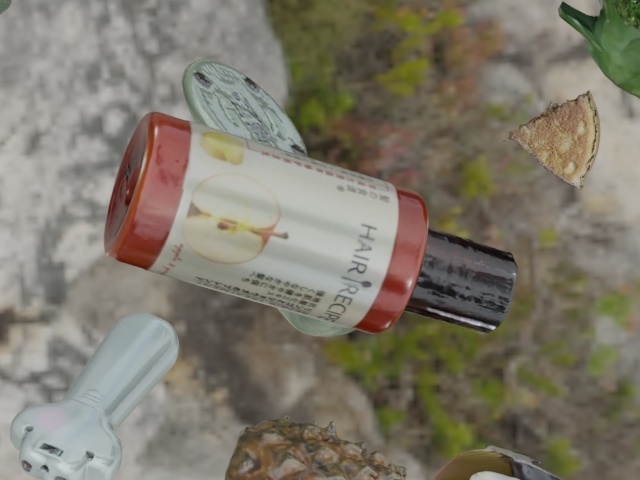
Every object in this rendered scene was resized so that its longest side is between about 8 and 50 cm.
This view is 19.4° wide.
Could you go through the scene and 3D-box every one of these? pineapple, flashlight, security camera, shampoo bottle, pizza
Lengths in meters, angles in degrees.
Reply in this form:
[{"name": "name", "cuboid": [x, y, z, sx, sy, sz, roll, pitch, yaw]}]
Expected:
[{"name": "pineapple", "cuboid": [0.074, 0.232, 1.412, 0.170, 0.310, 0.141, -66, 173, -76]}, {"name": "flashlight", "cuboid": [-0.178, 0.130, 1.528, 0.200, 0.093, 0.047, -55, 162, -49]}, {"name": "security camera", "cuboid": [-0.048, -0.041, 1.788, 0.301, 0.080, 0.157, 57, 27, 16]}, {"name": "shampoo bottle", "cuboid": [0.000, 0.000, 1.267, 0.278, 0.104, 0.104, 16, 69, -16]}, {"name": "pizza", "cuboid": [0.263, -0.118, 1.990, 0.100, 0.099, 0.029, 32, 22, -5]}]

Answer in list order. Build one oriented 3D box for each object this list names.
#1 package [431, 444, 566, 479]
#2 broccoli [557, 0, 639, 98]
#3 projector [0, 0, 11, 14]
[{"name": "package", "cuboid": [0.183, 0.239, 0.980, 0.311, 0.221, 0.165, 21, 40, -17]}, {"name": "broccoli", "cuboid": [0.336, -0.252, 1.549, 0.413, 0.310, 0.321, 28, 83, -9]}, {"name": "projector", "cuboid": [-0.343, -0.249, 1.395, 0.108, 0.198, 0.250, 0, 67, -50]}]
